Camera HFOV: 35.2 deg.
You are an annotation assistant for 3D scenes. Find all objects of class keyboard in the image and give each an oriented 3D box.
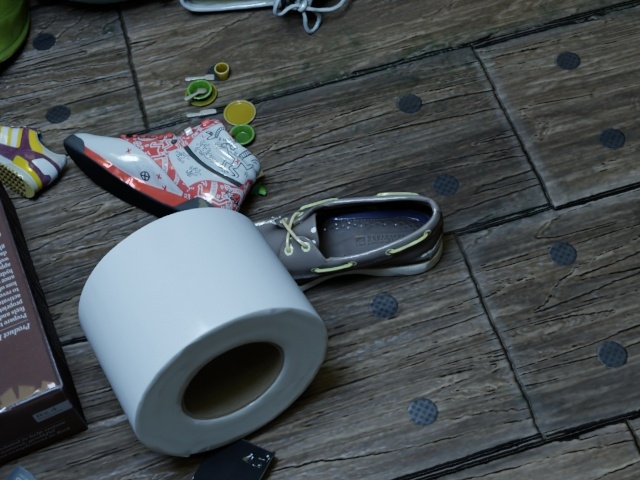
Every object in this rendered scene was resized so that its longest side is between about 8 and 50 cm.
[{"bbox_3d":[-0.113,0.318,1.177,0.108,0.023,0.180,19,62,22],"label":"keyboard"}]

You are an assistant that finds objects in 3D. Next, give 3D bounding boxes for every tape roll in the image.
[{"bbox_3d":[-0.136,0.105,1.169,0.246,0.246,0.169,-28,55,-12],"label":"tape roll"}]

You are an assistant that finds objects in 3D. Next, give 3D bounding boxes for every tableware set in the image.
[{"bbox_3d":[-0.149,-0.199,1.494,0.104,0.024,0.154,-8,58,-1],"label":"tableware set"}]

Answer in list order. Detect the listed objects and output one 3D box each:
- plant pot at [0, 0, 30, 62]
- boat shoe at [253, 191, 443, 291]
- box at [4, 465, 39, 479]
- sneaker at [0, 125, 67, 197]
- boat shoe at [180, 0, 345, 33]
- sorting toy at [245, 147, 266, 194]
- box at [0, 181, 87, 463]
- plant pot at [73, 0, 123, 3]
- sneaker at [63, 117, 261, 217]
[{"bbox_3d":[-0.584,-0.483,1.435,0.366,0.353,0.367,12,44,-12],"label":"plant pot"},{"bbox_3d":[0.000,0.000,1.318,0.324,0.097,0.117,-6,58,0],"label":"boat shoe"},{"bbox_3d":[-0.310,0.392,1.123,0.232,0.059,0.183,30,65,19],"label":"box"},{"bbox_3d":[-0.450,-0.137,1.459,0.185,0.070,0.084,37,59,16],"label":"sneaker"},{"bbox_3d":[-0.046,-0.395,1.543,0.367,0.136,0.157,0,58,8],"label":"boat shoe"},{"bbox_3d":[-0.111,-0.088,1.430,0.062,0.012,0.083,-29,61,-10],"label":"sorting toy"},{"bbox_3d":[-0.448,0.089,1.274,0.191,0.143,0.381,-21,58,-9],"label":"box"},{"bbox_3d":[-0.309,-0.490,1.558,0.196,0.293,0.293,19,58,-15],"label":"plant pot"},{"bbox_3d":[-0.214,-0.115,1.403,0.270,0.090,0.145,27,68,18],"label":"sneaker"}]
